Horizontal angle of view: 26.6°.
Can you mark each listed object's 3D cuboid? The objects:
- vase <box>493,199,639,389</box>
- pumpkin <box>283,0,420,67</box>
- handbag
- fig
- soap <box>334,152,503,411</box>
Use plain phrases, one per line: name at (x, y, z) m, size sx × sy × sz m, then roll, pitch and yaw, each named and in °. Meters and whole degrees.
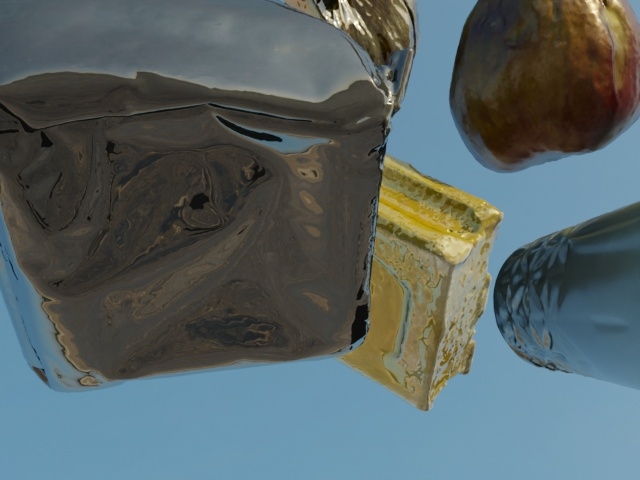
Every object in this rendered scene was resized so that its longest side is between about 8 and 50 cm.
vase at (0.235, 0.048, 0.927) m, size 0.251 × 0.301 × 0.156 m, roll 46°, pitch -106°, yaw -11°
pumpkin at (0.033, -0.230, 1.399) m, size 0.131 × 0.126 × 0.248 m, roll -37°, pitch -37°, yaw -34°
handbag at (-0.088, -0.047, 0.889) m, size 0.275 × 0.178 × 0.302 m, roll -8°, pitch -36°, yaw -6°
fig at (0.194, -0.198, 1.195) m, size 0.190 × 0.191 × 0.290 m, roll -19°, pitch -58°, yaw -9°
soap at (0.000, 0.000, 1.218) m, size 0.091 × 0.315 × 0.199 m, roll -38°, pitch -32°, yaw -42°
